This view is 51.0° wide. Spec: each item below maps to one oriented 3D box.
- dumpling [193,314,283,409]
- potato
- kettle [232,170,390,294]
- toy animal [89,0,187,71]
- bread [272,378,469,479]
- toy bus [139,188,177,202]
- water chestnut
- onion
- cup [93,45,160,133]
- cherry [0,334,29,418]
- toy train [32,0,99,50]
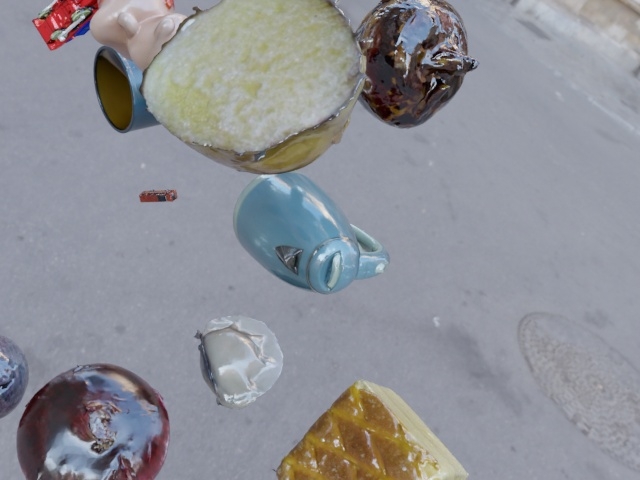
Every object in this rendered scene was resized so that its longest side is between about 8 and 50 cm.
[{"bbox_3d":[-0.233,0.311,1.819,0.163,0.205,0.293,41,23,-48],"label":"dumpling"},{"bbox_3d":[-0.072,-0.203,0.978,0.288,0.301,0.237,57,0,21],"label":"potato"},{"bbox_3d":[0.000,0.000,1.614,0.320,0.247,0.342,-2,27,-33],"label":"kettle"},{"bbox_3d":[-0.312,-0.382,1.197,0.197,0.171,0.171,46,32,18],"label":"toy animal"},{"bbox_3d":[0.103,0.471,1.353,0.279,0.279,0.207,47,6,33],"label":"bread"},{"bbox_3d":[-0.483,-0.132,1.999,0.110,0.031,0.043,-1,24,16],"label":"toy bus"},{"bbox_3d":[0.207,-0.387,1.437,0.300,0.300,0.300,25,32,-17],"label":"water chestnut"},{"bbox_3d":[-0.469,0.397,1.385,0.314,0.232,0.313,5,59,-9],"label":"onion"},{"bbox_3d":[-0.475,-0.435,1.966,0.292,0.307,0.242,-22,55,-36],"label":"cup"},{"bbox_3d":[-0.734,0.296,1.476,0.195,0.195,0.195,25,32,-17],"label":"cherry"},{"bbox_3d":[-0.552,-0.524,1.533,0.082,0.204,0.131,60,34,-10],"label":"toy train"}]
